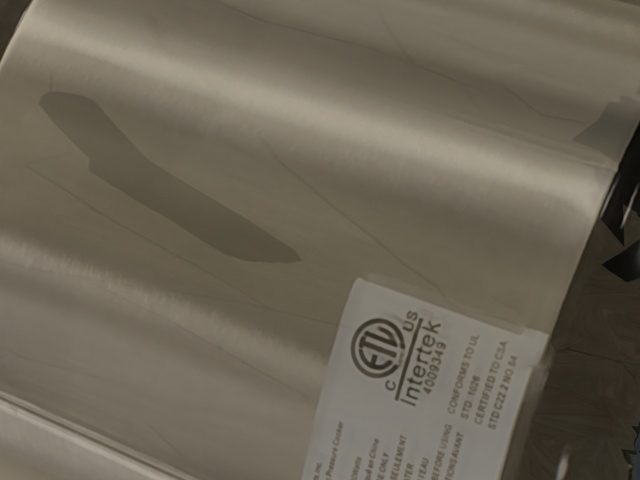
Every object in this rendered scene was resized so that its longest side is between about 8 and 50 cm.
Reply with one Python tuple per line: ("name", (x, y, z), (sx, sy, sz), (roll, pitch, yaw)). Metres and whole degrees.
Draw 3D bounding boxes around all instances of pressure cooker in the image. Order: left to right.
("pressure cooker", (-0.002, -0.001, 0.649), (0.370, 0.420, 0.375), (-61, 154, -22))
